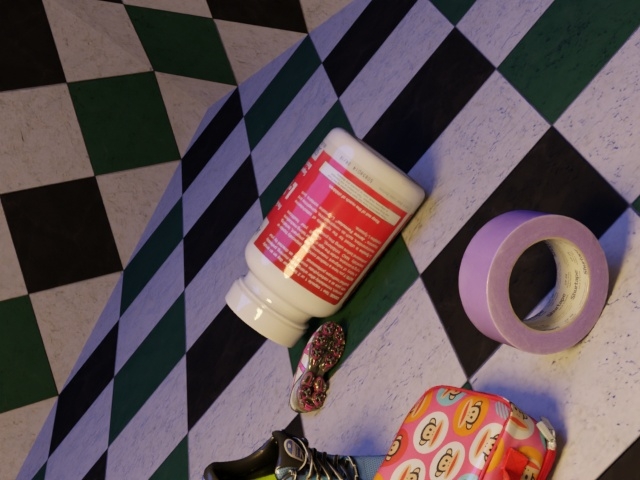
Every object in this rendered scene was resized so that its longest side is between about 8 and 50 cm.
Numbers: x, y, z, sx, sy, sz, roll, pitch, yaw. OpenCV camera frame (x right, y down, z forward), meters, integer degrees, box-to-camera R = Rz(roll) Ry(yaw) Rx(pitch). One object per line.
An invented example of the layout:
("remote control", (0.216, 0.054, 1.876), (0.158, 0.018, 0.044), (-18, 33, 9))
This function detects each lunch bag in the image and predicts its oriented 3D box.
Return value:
("lunch bag", (0.174, 0.336, 1.390), (0.293, 0.120, 0.258), (-61, 22, -15))

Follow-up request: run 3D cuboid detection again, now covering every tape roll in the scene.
("tape roll", (0.289, 0.055, 1.459), (0.189, 0.189, 0.080), (-58, 21, -5))

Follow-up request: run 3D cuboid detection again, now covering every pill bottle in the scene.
("pill bottle", (0.000, 0.000, 2.118), (0.407, 0.229, 0.229), (-53, 21, 7))

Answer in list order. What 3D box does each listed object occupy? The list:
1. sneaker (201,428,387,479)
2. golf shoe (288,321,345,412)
("sneaker", (-0.016, 0.352, 1.559), (0.129, 0.330, 0.147), (-115, 21, -58))
("golf shoe", (-0.016, 0.236, 2.030), (0.086, 0.067, 0.186), (-23, 38, 57))
